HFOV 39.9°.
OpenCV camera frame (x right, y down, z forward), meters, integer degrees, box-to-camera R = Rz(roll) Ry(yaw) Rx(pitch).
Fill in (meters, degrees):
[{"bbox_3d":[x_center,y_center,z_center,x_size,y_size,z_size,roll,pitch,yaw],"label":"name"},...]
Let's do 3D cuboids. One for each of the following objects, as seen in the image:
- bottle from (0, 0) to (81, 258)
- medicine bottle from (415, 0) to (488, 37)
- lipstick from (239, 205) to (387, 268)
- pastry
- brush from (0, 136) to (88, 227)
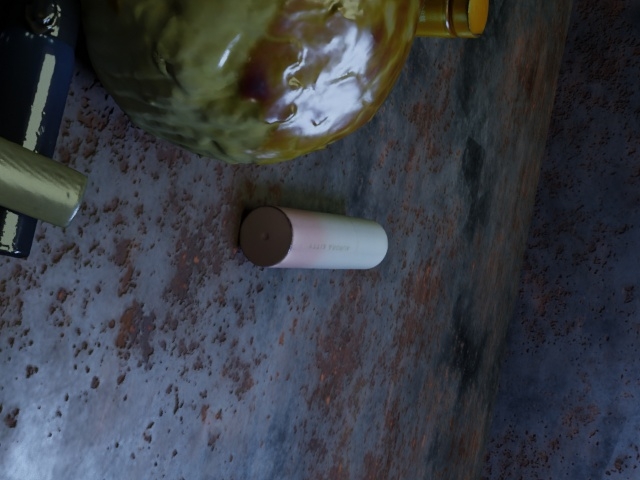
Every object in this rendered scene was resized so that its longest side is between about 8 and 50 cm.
[{"bbox_3d":[-0.273,-0.108,0.798,0.082,0.072,0.244,167,-65,-75],"label":"bottle"},{"bbox_3d":[0.166,-0.378,1.430,0.096,0.192,0.096,-30,125,-56],"label":"medicine bottle"},{"bbox_3d":[0.000,0.000,1.342,0.327,0.087,0.087,5,94,-62],"label":"lipstick"},{"bbox_3d":[-0.052,-0.261,0.908,0.388,0.313,0.388,-29,123,-60],"label":"pastry"},{"bbox_3d":[-0.305,-0.077,0.691,0.282,0.048,0.054,25,81,-44],"label":"brush"}]
